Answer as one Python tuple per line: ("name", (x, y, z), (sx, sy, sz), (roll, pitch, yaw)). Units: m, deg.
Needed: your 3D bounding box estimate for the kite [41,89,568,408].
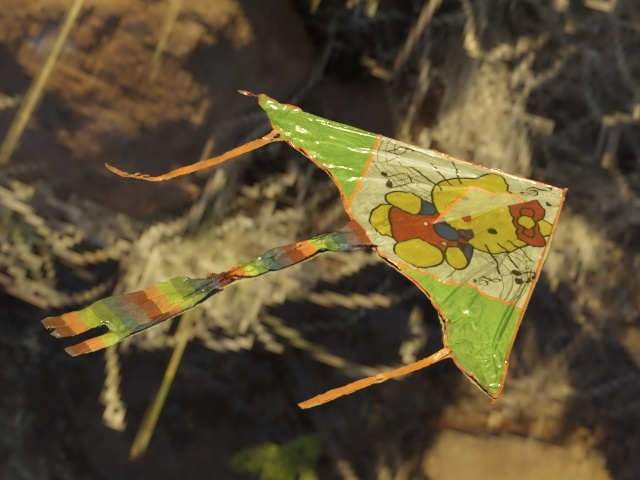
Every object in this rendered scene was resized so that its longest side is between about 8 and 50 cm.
("kite", (0.000, 0.000, 0.752), (0.198, 0.244, 0.006), (49, 139, 35))
